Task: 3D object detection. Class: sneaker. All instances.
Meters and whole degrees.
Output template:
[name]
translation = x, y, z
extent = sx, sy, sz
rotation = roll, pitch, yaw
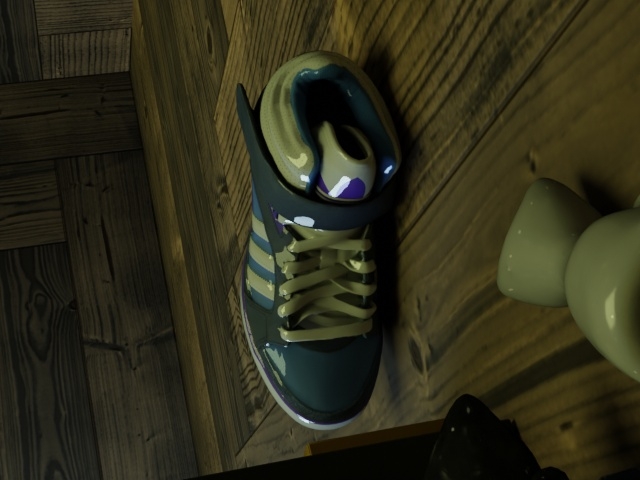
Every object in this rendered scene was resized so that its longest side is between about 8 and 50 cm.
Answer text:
[sneaker]
translation = 0.000, 0.000, 0.930
extent = 0.236, 0.130, 0.322
rotation = 129, 137, -77

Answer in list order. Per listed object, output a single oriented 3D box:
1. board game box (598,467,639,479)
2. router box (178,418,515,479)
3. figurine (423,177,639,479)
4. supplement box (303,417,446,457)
[board game box]
translation = 0.165, 0.257, 0.565
extent = 0.194, 0.060, 0.194
rotation = -113, 21, -47
[router box]
translation = 0.008, 0.260, 0.677
extent = 0.081, 0.309, 0.242
rotation = 105, 153, -56
[figurine]
translation = 0.114, 0.071, 0.519
extent = 0.209, 0.092, 0.214
rotation = -143, 71, -77
[supplement box]
translation = 0.062, 0.272, 0.844
extent = 0.191, 0.129, 0.194
rotation = 103, 156, -55
